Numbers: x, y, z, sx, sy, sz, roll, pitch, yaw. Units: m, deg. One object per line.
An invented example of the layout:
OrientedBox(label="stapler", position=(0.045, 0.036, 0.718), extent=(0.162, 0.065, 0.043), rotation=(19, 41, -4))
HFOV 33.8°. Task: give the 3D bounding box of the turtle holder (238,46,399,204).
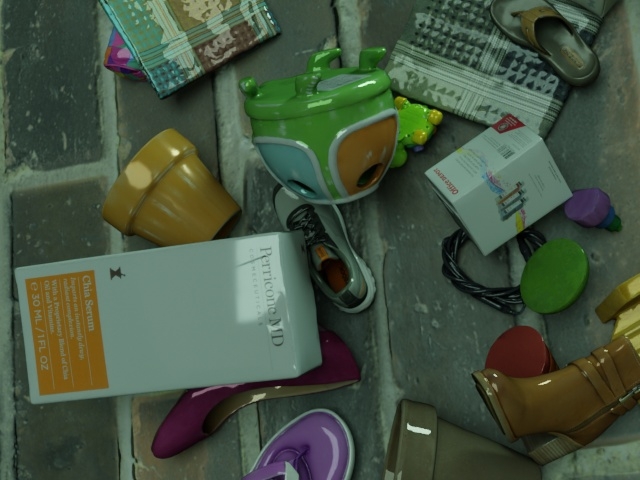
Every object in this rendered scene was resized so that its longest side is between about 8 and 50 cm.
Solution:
OrientedBox(label="turtle holder", position=(-0.019, -0.182, 1.761), extent=(0.320, 0.243, 0.227), rotation=(-4, 110, 27))

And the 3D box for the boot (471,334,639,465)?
OrientedBox(label="boot", position=(0.358, 0.212, 1.523), extent=(0.220, 0.283, 0.109), rotation=(-36, 40, 12))

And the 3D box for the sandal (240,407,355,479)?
OrientedBox(label="sandal", position=(-0.098, 0.461, 1.766), extent=(0.169, 0.102, 0.416), rotation=(42, 94, 20))

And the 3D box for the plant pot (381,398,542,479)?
OrientedBox(label="plant pot", position=(0.213, 0.392, 1.627), extent=(0.229, 0.263, 0.263), rotation=(9, 82, 0))

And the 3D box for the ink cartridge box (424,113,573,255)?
OrientedBox(label="ink cartridge box", position=(0.285, -0.090, 1.702), extent=(0.176, 0.127, 0.128), rotation=(-34, 31, 3))

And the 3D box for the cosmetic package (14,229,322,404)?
OrientedBox(label="cosmetic package", position=(-0.244, 0.124, 1.703), extent=(0.453, 0.161, 0.230), rotation=(-8, 89, 13))

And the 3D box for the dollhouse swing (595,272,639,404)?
OrientedBox(label="dollhouse swing", position=(0.595, 0.159, 1.495), extent=(0.315, 0.305, 0.347), rotation=(-32, 73, 10))

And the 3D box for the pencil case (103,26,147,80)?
OrientedBox(label="pencil case", position=(-0.339, -0.424, 2.016), extent=(0.104, 0.104, 0.236), rotation=(15, 86, 20))

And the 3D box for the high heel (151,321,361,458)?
OrientedBox(label="high heel", position=(-0.116, 0.283, 1.796), extent=(0.377, 0.127, 0.181), rotation=(-45, 71, 7))

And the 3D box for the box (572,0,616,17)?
OrientedBox(label="box", position=(0.473, -0.511, 1.724), extent=(0.148, 0.127, 0.232), rotation=(37, 76, 20))

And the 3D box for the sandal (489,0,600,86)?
OrientedBox(label="sandal", position=(0.371, -0.340, 1.742), extent=(0.090, 0.060, 0.219), rotation=(-42, 73, 7))

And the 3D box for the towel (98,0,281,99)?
OrientedBox(label="towel", position=(-0.277, -0.481, 1.953), extent=(0.271, 0.040, 0.370), rotation=(-30, 89, -4))

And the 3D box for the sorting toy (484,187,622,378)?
OrientedBox(label="sorting toy", position=(0.395, 0.099, 1.682), extent=(0.127, 0.126, 0.366), rotation=(15, 79, 57))

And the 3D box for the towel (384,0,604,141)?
OrientedBox(label="towel", position=(0.301, -0.353, 1.826), extent=(0.324, 0.056, 0.312), rotation=(25, 90, 18))

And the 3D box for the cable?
OrientedBox(label="cable", position=(0.288, 0.029, 1.754), extent=(0.184, 0.047, 0.150), rotation=(29, 89, 21))

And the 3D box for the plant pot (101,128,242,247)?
OrientedBox(label="plant pot", position=(-0.250, -0.062, 1.877), extent=(0.188, 0.205, 0.205), rotation=(37, 92, 5))

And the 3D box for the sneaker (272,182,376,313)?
OrientedBox(label="sneaker", position=(0.000, 0.000, 1.821), extent=(0.100, 0.108, 0.271), rotation=(-37, 70, 10))

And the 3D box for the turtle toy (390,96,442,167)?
OrientedBox(label="turtle toy", position=(0.150, -0.184, 1.821), extent=(0.095, 0.066, 0.130), rotation=(26, 67, 26))
